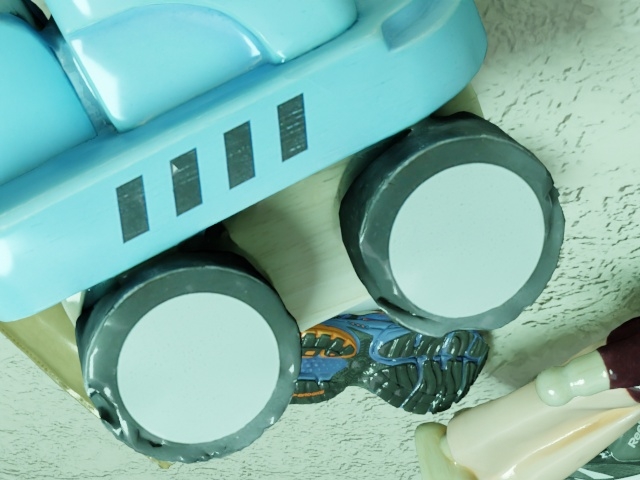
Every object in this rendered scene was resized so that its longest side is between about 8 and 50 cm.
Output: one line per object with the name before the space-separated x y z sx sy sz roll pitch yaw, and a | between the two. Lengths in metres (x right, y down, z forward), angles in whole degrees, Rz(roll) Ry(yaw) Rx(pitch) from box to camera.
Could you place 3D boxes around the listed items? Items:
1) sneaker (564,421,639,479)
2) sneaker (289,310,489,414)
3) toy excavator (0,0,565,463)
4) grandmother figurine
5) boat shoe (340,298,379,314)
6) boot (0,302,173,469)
sneaker | 0.274 0.179 1.132 0.234 0.078 0.106 10 148 -1
sneaker | 0.036 0.080 1.041 0.221 0.087 0.083 9 116 -26
toy excavator | -0.153 -0.112 0.650 0.433 0.222 0.445 -26 113 -3
grandmother figurine | 0.237 0.095 0.966 0.342 0.104 0.208 -34 173 34
boat shoe | 0.000 0.000 0.899 0.301 0.102 0.108 -13 171 39
boot | -0.181 0.046 0.887 0.269 0.089 0.236 42 174 -5
